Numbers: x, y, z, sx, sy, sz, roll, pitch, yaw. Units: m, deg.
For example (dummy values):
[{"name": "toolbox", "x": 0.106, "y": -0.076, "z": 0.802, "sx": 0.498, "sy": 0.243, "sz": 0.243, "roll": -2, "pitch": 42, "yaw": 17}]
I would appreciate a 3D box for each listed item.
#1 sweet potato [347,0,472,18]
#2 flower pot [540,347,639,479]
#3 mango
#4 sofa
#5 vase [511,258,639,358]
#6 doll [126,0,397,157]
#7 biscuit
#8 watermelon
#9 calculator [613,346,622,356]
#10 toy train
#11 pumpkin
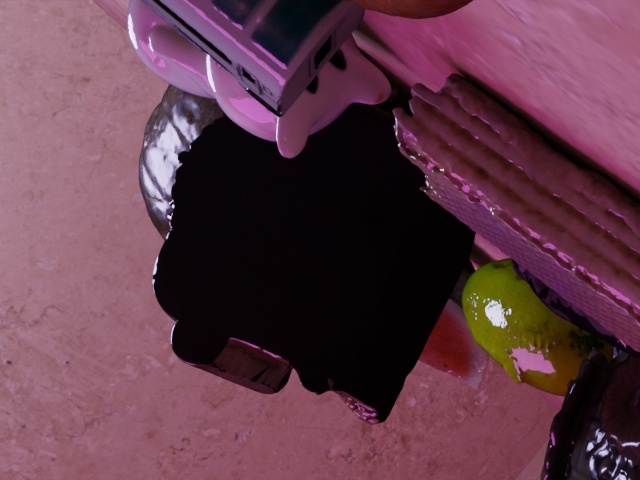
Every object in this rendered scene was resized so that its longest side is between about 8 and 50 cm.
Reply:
[{"name": "sweet potato", "x": 0.015, "y": -0.123, "z": 0.474, "sx": 0.281, "sy": 0.059, "sz": 0.067, "roll": 30, "pitch": 136, "yaw": 61}, {"name": "flower pot", "x": 0.289, "y": 0.217, "z": 0.940, "sx": 0.302, "sy": 0.213, "sz": 0.302, "roll": 39, "pitch": 179, "yaw": 1}, {"name": "mango", "x": 0.190, "y": 0.078, "z": 1.115, "sx": 0.178, "sy": 0.100, "sz": 0.119, "roll": 33, "pitch": 143, "yaw": 54}, {"name": "sofa", "x": 0.000, "y": 0.000, "z": 0.955, "sx": 0.182, "sy": 0.258, "sz": 0.200, "roll": 25, "pitch": 174, "yaw": 23}, {"name": "vase", "x": 0.186, "y": 0.031, "z": 0.866, "sx": 0.060, "sy": 0.060, "sz": 0.211, "roll": 40, "pitch": 178, "yaw": -17}, {"name": "doll", "x": -0.050, "y": -0.135, "z": 0.837, "sx": 0.180, "sy": 0.110, "sz": 0.107, "roll": 32, "pitch": 154, "yaw": 40}, {"name": "biscuit", "x": 0.150, "y": -0.005, "z": 0.713, "sx": 0.239, "sy": 0.062, "sz": 0.108, "roll": 38, "pitch": 176, "yaw": 22}, {"name": "watermelon", "x": 0.119, "y": 0.057, "z": 1.552, "sx": 0.260, "sy": 0.176, "sz": 0.256, "roll": 22, "pitch": -167, "yaw": -17}, {"name": "calculator", "x": 0.264, "y": 0.079, "z": 1.169, "sx": 0.153, "sy": 0.021, "sz": 0.095, "roll": 40, "pitch": 179, "yaw": 14}, {"name": "toy train", "x": -0.154, "y": -0.238, "z": 0.726, "sx": 0.407, "sy": 0.086, "sz": 0.088, "roll": 40, "pitch": 180, "yaw": 3}, {"name": "pumpkin", "x": -0.055, "y": -0.055, "z": 1.277, "sx": 0.242, "sy": 0.232, "sz": 0.325, "roll": 36, "pitch": 180, "yaw": 33}]
